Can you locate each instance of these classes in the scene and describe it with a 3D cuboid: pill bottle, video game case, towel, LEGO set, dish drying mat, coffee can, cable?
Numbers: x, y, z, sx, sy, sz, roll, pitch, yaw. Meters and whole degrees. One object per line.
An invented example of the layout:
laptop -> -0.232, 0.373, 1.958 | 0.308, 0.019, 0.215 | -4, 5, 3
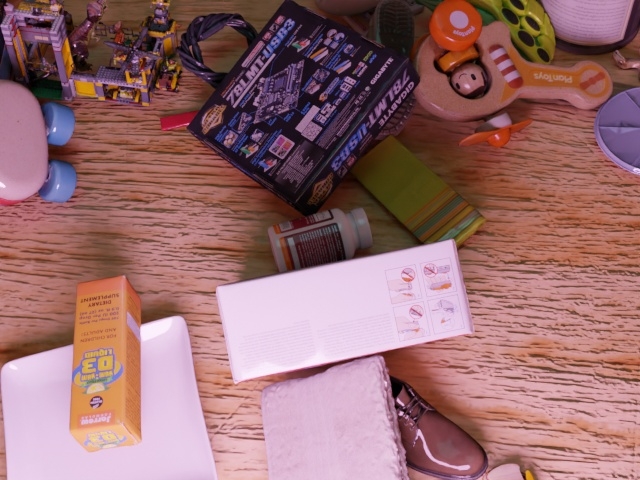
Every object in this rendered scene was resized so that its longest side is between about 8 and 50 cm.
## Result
pill bottle -> 0.000, 0.000, 1.288 | 0.152, 0.086, 0.086 | -16, 56, -5
video game case -> 0.102, -0.475, 1.645 | 0.143, 0.019, 0.157 | -29, 59, -13
towel -> 0.024, 0.299, 1.056 | 0.187, 0.049, 0.282 | -19, 61, 20
LEGO set -> -0.415, -0.385, 1.501 | 0.332, 0.192, 0.254 | 14, 54, 5
towel -> 0.154, -0.073, 1.354 | 0.102, 0.021, 0.237 | -38, 60, -8
dish drying mat -> -0.249, -0.220, 1.511 | 0.083, 0.008, 0.032 | -13, 55, -3
coffee can -> 0.492, -0.498, 1.467 | 0.202, 0.275, 0.201 | -3, 56, 4
cable -> -0.184, -0.355, 1.544 | 0.151, 0.047, 0.184 | 24, 57, -7

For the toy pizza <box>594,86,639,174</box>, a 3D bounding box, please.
toy pizza -> 0.560, -0.177, 1.388 | 0.201, 0.032, 0.201 | -3, 56, 5

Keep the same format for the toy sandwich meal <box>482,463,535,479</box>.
toy sandwich meal -> 0.250, 0.329, 1.072 | 0.086, 0.029, 0.085 | -3, 55, 4

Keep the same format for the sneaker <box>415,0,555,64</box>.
sneaker -> 0.303, -0.412, 1.531 | 0.296, 0.123, 0.109 | 37, 63, 6

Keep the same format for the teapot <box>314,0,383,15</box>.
teapot -> 0.087, -0.540, 1.552 | 0.187, 0.252, 0.255 | -2, 67, -11

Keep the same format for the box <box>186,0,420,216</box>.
box -> -0.036, -0.227, 1.378 | 0.293, 0.073, 0.295 | 35, 85, 35

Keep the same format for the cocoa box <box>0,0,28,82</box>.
cocoa box -> -0.732, -0.316, 1.489 | 0.347, 0.228, 0.231 | -6, 56, 1

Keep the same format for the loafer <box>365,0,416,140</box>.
loafer -> 0.117, -0.293, 1.478 | 0.102, 0.092, 0.268 | 12, 72, -9

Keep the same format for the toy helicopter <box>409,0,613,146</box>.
toy helicopter -> 0.324, -0.255, 1.388 | 0.355, 0.140, 0.234 | 2, 73, -12

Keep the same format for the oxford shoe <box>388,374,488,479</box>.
oxford shoe -> 0.120, 0.242, 1.106 | 0.227, 0.096, 0.083 | 28, 61, 20

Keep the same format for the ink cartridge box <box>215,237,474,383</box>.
ink cartridge box -> 0.028, 0.097, 1.165 | 0.310, 0.272, 0.130 | -11, 86, -2

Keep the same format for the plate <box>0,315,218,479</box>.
plate -> -0.298, 0.262, 1.163 | 0.278, 0.045, 0.277 | -15, 56, -5

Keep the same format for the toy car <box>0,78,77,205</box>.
toy car -> -0.573, -0.141, 1.411 | 0.238, 0.219, 0.210 | -20, 70, 40

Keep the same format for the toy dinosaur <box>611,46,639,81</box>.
toy dinosaur -> 0.611, -0.304, 1.469 | 0.183, 0.053, 0.092 | 33, 80, 32

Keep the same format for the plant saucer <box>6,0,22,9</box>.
plant saucer -> -0.680, -0.515, 1.709 | 0.200, 0.037, 0.199 | 2, 67, -4

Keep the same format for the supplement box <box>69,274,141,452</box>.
supplement box -> -0.296, 0.168, 1.154 | 0.078, 0.080, 0.233 | -10, 57, 1
